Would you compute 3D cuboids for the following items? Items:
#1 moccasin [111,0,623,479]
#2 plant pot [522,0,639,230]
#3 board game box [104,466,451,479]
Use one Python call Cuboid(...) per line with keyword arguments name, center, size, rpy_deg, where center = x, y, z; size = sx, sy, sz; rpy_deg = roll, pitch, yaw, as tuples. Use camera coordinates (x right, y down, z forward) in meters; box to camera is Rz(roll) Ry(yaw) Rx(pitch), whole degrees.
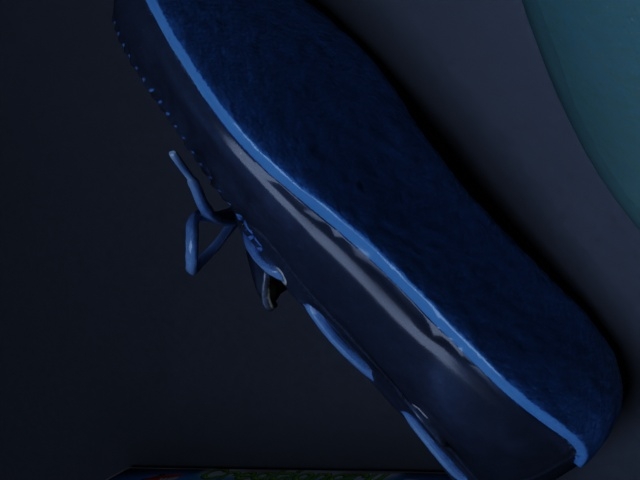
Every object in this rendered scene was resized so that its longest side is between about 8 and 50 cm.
Cuboid(name="moccasin", center=(0.000, 0.000, 0.833), size=(0.342, 0.138, 0.117), rpy_deg=(52, 133, 10))
Cuboid(name="plant pot", center=(0.202, -0.105, 0.558), size=(0.293, 0.293, 0.235), rpy_deg=(9, 128, 34))
Cuboid(name="board game box", center=(-0.058, 0.188, 0.908), size=(0.305, 0.193, 0.053), rpy_deg=(-5, 103, 38))
